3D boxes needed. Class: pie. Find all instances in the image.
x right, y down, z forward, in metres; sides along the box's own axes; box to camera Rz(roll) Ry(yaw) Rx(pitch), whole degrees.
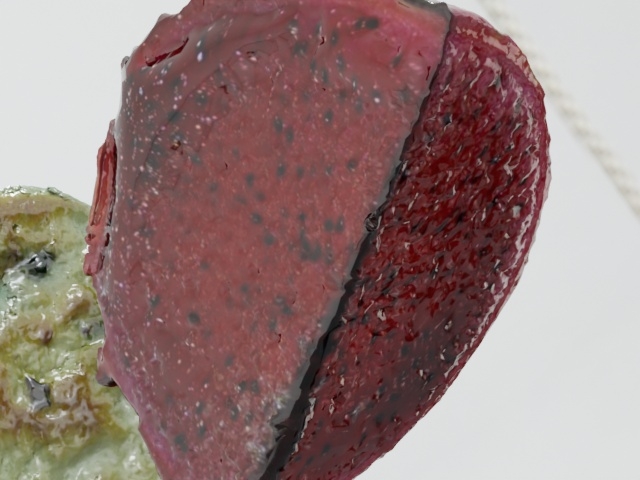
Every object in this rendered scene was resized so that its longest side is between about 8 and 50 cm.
[{"bbox_3d":[-0.136,0.114,1.101,0.302,0.302,0.067,-35,2,-42],"label":"pie"}]

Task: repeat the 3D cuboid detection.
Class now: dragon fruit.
[{"bbox_3d":[0.000,0.000,0.829,0.262,0.189,0.163,-67,28,17],"label":"dragon fruit"}]
